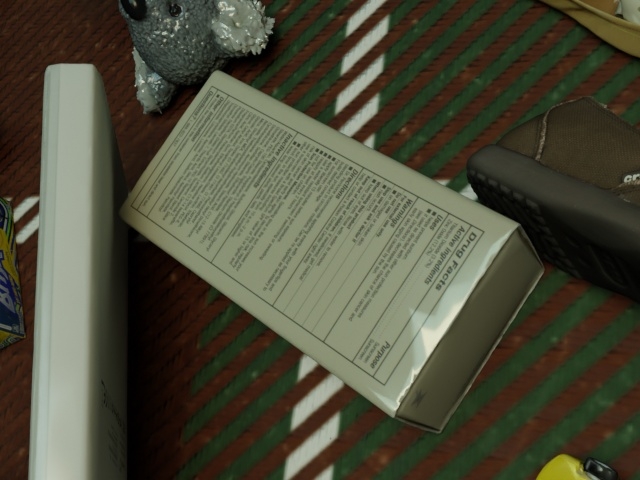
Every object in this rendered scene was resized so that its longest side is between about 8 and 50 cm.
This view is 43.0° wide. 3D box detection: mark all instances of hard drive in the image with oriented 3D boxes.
[{"bbox_3d":[-0.188,0.071,0.659,0.047,0.233,0.353,-2,67,-8],"label":"hard drive"}]

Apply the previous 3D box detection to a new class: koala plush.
[{"bbox_3d":[-0.150,-0.253,0.811,0.196,0.203,0.221,-26,83,24],"label":"koala plush"}]

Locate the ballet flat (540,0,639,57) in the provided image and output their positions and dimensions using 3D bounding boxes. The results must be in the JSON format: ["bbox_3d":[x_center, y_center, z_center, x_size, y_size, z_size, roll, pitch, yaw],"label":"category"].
[{"bbox_3d":[0.231,-0.205,0.647,0.232,0.073,0.080,33,88,31],"label":"ballet flat"}]

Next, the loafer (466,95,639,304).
[{"bbox_3d":[0.249,-0.011,0.504,0.130,0.134,0.366,-47,46,-5],"label":"loafer"}]

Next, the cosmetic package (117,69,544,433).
[{"bbox_3d":[0.000,0.000,0.657,0.309,0.113,0.160,33,87,31],"label":"cosmetic package"}]

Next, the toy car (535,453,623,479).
[{"bbox_3d":[0.267,0.203,0.473,0.225,0.053,0.239,-36,60,21],"label":"toy car"}]

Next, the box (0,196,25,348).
[{"bbox_3d":[-0.356,0.031,0.848,0.059,0.054,0.169,-25,63,16],"label":"box"}]
